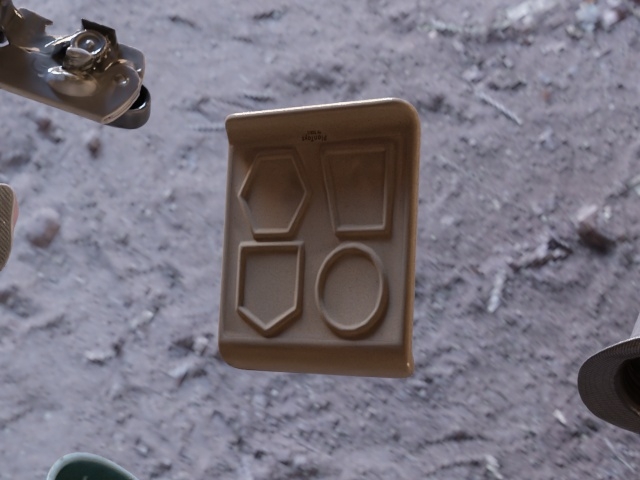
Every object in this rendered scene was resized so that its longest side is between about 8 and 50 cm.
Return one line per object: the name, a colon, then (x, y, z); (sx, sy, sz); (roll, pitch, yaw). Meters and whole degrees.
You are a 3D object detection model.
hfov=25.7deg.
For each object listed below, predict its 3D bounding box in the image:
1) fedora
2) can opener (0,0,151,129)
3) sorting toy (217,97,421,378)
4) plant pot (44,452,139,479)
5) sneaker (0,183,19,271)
fedora: (0.421, 0.126, 1.485); (0.275, 0.244, 0.124); (8, 58, 23)
can opener: (-0.268, -0.147, 1.090); (0.283, 0.095, 0.076); (18, 60, 7)
sorting toy: (0.000, 0.000, 1.091); (0.193, 0.038, 0.208); (-1, 88, 40)
plant pot: (-0.353, 0.503, 1.791); (0.334, 0.341, 0.341); (-36, 57, 13)
sneaker: (-0.450, -0.011, 1.957); (0.051, 0.070, 0.134); (11, 87, -7)
